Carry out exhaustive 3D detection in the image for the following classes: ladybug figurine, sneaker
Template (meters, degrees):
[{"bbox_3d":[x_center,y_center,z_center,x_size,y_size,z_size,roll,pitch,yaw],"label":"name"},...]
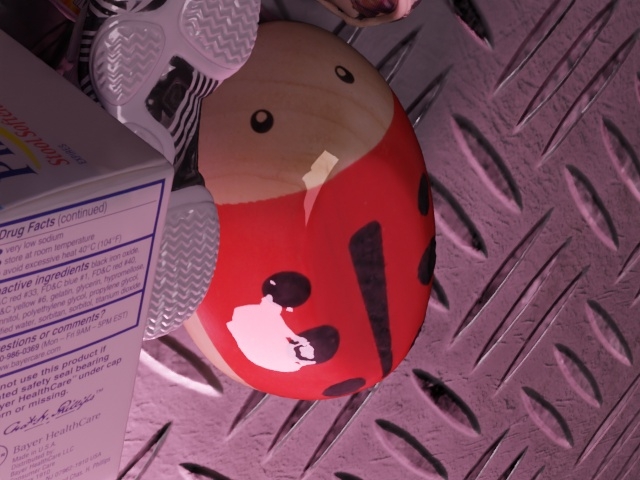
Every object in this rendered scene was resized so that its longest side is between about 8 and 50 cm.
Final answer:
[{"bbox_3d":[0.000,0.000,1.186,0.305,0.162,0.449,-37,135,-22],"label":"ladybug figurine"},{"bbox_3d":[-0.169,-0.121,0.923,0.137,0.210,0.365,-7,111,-41],"label":"sneaker"}]

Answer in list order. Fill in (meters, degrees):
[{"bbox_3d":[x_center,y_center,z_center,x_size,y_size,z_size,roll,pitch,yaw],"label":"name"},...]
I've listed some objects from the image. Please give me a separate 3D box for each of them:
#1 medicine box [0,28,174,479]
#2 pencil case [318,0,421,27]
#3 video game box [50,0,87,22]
[{"bbox_3d":[-0.258,0.018,0.838,0.149,0.263,0.289,-19,136,-44],"label":"medicine box"},{"bbox_3d":[0.132,-0.388,1.077,0.410,0.160,0.183,-49,152,-9],"label":"pencil case"},{"bbox_3d":[-0.185,-0.298,0.915,0.205,0.048,0.187,-54,136,-3],"label":"video game box"}]
